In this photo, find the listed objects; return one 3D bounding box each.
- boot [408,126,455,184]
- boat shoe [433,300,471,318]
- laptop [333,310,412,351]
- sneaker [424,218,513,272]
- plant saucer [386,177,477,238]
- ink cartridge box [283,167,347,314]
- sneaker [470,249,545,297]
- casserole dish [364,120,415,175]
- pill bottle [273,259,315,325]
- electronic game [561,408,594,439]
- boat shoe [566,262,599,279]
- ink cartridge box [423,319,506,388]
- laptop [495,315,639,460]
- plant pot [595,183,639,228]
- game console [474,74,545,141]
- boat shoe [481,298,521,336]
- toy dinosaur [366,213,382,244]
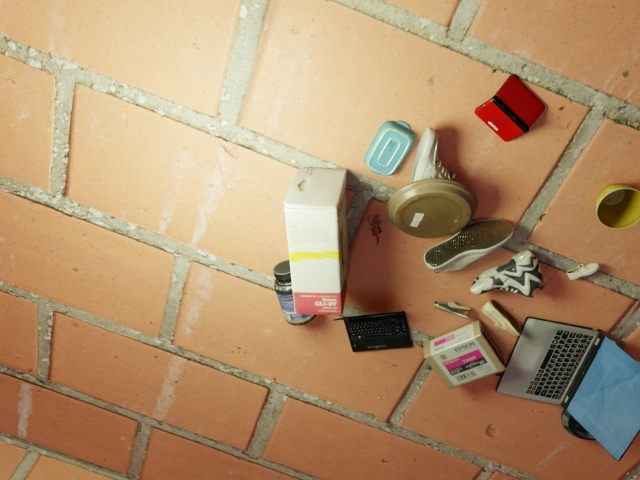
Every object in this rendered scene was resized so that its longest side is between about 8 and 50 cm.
[{"bbox_3d":[0.346,-0.216,1.671,0.123,0.095,0.258,8,131,-2],"label":"boot"},{"bbox_3d":[0.463,0.235,1.950,0.137,0.049,0.043,19,81,1],"label":"boat shoe"},{"bbox_3d":[0.195,0.335,2.002,0.234,0.137,0.264,-7,120,15],"label":"laptop"},{"bbox_3d":[0.480,0.022,1.800,0.290,0.106,0.123,-23,153,12],"label":"sneaker"},{"bbox_3d":[0.343,-0.088,1.709,0.277,0.041,0.278,2,146,2],"label":"plant saucer"},{"bbox_3d":[0.000,0.000,1.743,0.160,0.279,0.385,1,122,9],"label":"ink cartridge box"},{"bbox_3d":[0.630,0.150,1.834,0.235,0.094,0.153,-35,102,16],"label":"sneaker"},{"bbox_3d":[0.208,-0.273,1.682,0.114,0.037,0.188,25,121,-7],"label":"casserole dish"},{"bbox_3d":[-0.094,0.183,1.967,0.122,0.123,0.219,-8,120,15],"label":"pill bottle"},{"bbox_3d":[1.041,0.680,2.118,0.229,0.048,0.229,6,122,9],"label":"electronic game"},{"bbox_3d":[0.848,0.093,1.798,0.100,0.035,0.035,-27,116,31],"label":"boat shoe"},{"bbox_3d":[0.523,0.420,2.026,0.234,0.088,0.193,-29,114,25],"label":"ink cartridge box"},{"bbox_3d":[0.878,0.514,1.934,0.407,0.236,0.382,11,122,3],"label":"laptop"},{"bbox_3d":[0.868,-0.114,1.628,0.134,0.095,0.134,4,122,7],"label":"plant pot"},{"bbox_3d":[0.535,-0.372,1.576,0.144,0.085,0.124,38,151,-13],"label":"game console"},{"bbox_3d":[0.629,0.278,1.938,0.170,0.063,0.059,45,121,-7],"label":"boat shoe"},{"bbox_3d":[0.185,-0.046,1.811,0.047,0.090,0.082,-17,150,2],"label":"toy dinosaur"}]
